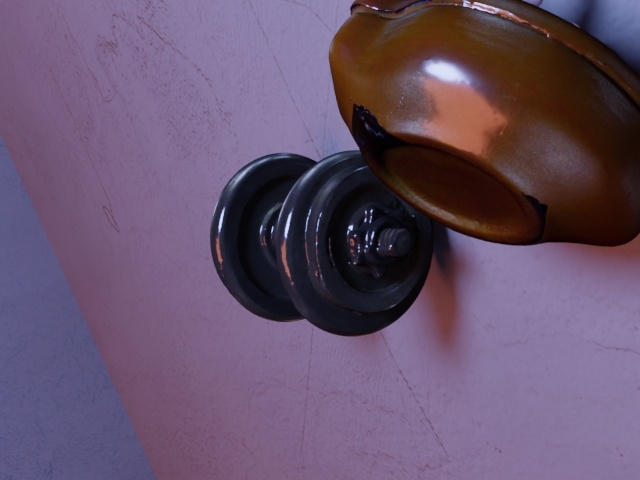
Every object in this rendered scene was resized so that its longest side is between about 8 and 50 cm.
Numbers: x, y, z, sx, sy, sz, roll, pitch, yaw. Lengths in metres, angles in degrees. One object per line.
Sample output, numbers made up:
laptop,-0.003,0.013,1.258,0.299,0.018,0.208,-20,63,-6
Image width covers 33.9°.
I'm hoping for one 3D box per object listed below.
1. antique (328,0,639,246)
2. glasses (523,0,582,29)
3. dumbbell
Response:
antique,0.129,-0.088,0.815,0.278,0.129,0.223,28,162,16
glasses,0.118,-0.216,0.865,0.255,0.095,0.162,23,147,48
dumbbell,0.000,0.000,1.116,0.290,0.192,0.192,4,116,56
